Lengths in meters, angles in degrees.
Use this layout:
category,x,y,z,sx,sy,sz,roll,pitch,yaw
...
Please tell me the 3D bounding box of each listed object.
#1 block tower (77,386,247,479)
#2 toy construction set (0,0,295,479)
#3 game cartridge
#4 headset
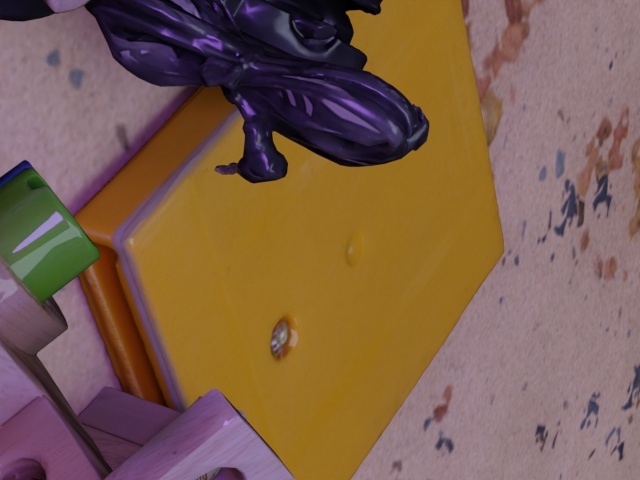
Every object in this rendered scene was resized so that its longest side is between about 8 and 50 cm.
category,x,y,z,sx,sy,sz,roll,pitch,yaw
block tower,-0.069,0.226,0.912,0.091,0.097,0.335,-48,141,-38
toy construction set,-0.154,0.032,0.456,0.309,0.237,0.257,-19,140,-22
game cartridge,0.000,0.000,0.976,0.323,0.053,0.285,-52,142,-37
headset,0.011,-0.157,0.736,0.394,0.185,0.243,-55,169,-55
